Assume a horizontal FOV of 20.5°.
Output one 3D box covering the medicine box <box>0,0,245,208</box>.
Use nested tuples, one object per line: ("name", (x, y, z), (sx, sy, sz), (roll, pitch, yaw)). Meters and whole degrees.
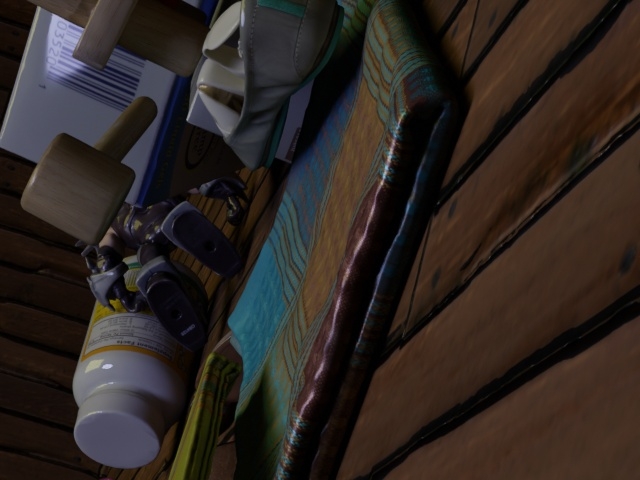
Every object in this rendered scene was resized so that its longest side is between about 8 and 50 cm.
("medicine box", (-0.120, -0.195, 1.550), (0.289, 0.149, 0.263), (-29, -39, -66))

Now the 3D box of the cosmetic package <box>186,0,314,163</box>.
("cosmetic package", (-0.033, -0.139, 1.295), (0.238, 0.107, 0.127), (-102, 33, -81))

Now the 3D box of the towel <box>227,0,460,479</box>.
("towel", (0.000, 0.000, 0.964), (0.370, 0.040, 0.271), (-97, 24, -73))

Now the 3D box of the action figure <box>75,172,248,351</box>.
("action figure", (-0.149, 0.003, 1.725), (0.185, 0.099, 0.285), (-49, 20, 4))

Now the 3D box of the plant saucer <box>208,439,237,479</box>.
("plant saucer", (-0.101, 0.229, 1.219), (0.198, 0.036, 0.198), (-164, 90, -83))

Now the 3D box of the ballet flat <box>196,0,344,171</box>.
("ballet flat", (-0.040, -0.103, 1.063), (0.213, 0.068, 0.072), (126, 158, -69))

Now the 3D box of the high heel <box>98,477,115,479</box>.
("high heel", (-0.244, 0.343, 1.643), (0.377, 0.127, 0.181), (-114, 30, -84))

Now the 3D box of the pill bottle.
("pill bottle", (-0.185, 0.124, 1.794), (0.208, 0.118, 0.117), (-80, 10, -46))

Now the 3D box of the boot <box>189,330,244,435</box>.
("boot", (-0.062, 0.089, 1.243), (0.118, 0.042, 0.087), (-62, 3, 27))

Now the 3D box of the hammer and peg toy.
("hammer and peg toy", (-0.122, -0.194, 1.196), (0.361, 0.127, 0.266), (-62, 9, 8))

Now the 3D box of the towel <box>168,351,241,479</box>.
("towel", (-0.070, 0.142, 0.895), (0.237, 0.021, 0.102), (-86, 13, -74))
